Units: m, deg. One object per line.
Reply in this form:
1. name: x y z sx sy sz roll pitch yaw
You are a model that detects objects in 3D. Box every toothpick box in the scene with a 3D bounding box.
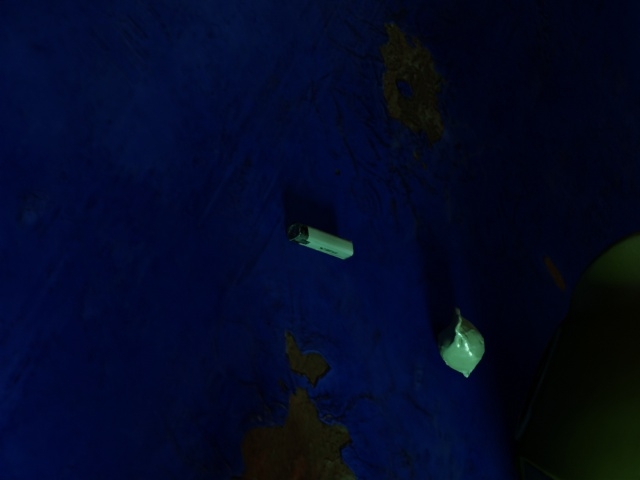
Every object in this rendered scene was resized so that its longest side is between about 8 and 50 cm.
1. toothpick box: 0.406 0.233 1.807 0.409 0.409 0.425 16 58 -45

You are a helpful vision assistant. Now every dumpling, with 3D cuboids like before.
1. dumpling: 0.155 0.108 1.857 0.076 0.052 0.057 40 47 -31

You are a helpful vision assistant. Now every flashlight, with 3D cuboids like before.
1. flashlight: 0.000 0.000 1.761 0.083 0.018 0.018 19 55 -44
